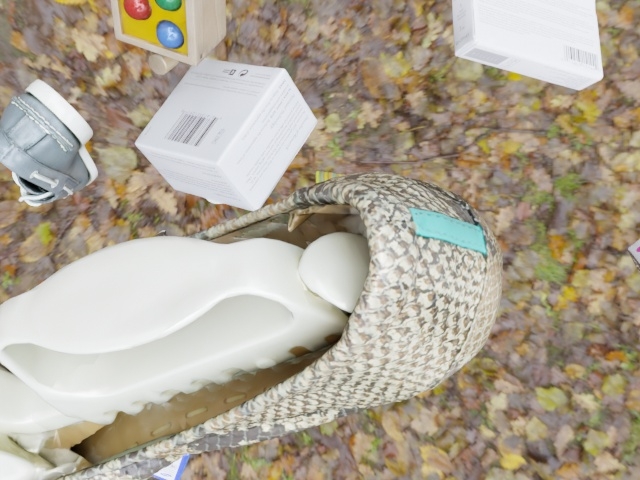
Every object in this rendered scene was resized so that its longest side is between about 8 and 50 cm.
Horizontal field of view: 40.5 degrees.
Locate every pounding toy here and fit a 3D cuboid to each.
[{"bbox_3d":[-0.228,-0.296,1.163,0.181,0.206,0.094,21,49,14],"label":"pounding toy"}]

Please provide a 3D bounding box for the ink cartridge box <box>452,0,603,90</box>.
[{"bbox_3d":[0.373,-0.428,1.565,0.296,0.066,0.261,9,73,-27],"label":"ink cartridge box"}]

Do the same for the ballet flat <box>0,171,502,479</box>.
[{"bbox_3d":[-0.134,0.073,0.520,0.483,0.182,0.164,-24,66,26],"label":"ballet flat"}]

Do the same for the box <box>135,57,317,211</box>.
[{"bbox_3d":[-0.137,-0.159,1.275,0.181,0.181,0.119,-58,141,-20],"label":"box"}]

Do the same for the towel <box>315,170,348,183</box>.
[{"bbox_3d":[0.069,-0.057,1.451,0.021,0.237,0.102,-11,105,-35],"label":"towel"}]

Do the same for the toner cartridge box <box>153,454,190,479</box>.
[{"bbox_3d":[-0.262,0.250,1.480,0.165,0.348,0.075,23,116,-2],"label":"toner cartridge box"}]

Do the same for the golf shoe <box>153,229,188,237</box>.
[{"bbox_3d":[-0.234,0.034,1.599,0.198,0.077,0.093,20,55,10],"label":"golf shoe"}]

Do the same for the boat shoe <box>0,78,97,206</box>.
[{"bbox_3d":[-0.337,-0.098,1.031,0.116,0.319,0.099,42,74,-7],"label":"boat shoe"}]

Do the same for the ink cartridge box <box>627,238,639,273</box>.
[{"bbox_3d":[0.515,0.100,1.202,0.069,0.371,0.175,-29,104,16],"label":"ink cartridge box"}]
